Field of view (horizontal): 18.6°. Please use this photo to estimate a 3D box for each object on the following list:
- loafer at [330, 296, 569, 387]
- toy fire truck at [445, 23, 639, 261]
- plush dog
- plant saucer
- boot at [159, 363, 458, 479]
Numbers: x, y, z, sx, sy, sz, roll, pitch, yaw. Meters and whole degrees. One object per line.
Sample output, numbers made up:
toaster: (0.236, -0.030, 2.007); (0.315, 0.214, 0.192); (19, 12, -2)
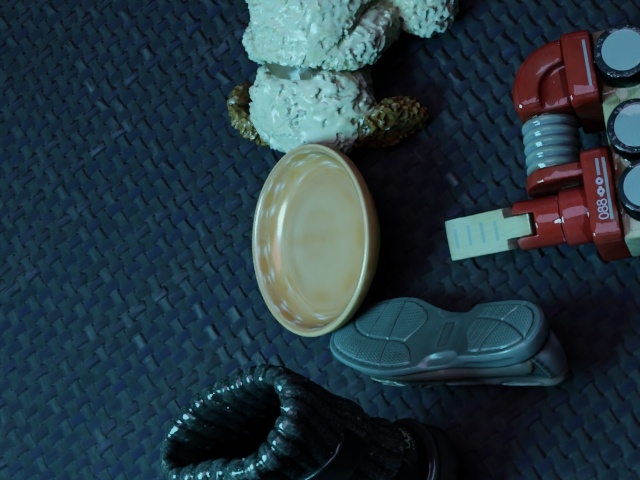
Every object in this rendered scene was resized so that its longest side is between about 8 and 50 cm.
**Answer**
loafer: (0.125, 0.115, 1.936); (0.267, 0.084, 0.096); (-3, 47, 44)
toy fire truck: (0.226, -0.074, 1.924); (0.246, 0.158, 0.217); (-11, 70, 13)
plush dog: (-0.003, -0.193, 2.059); (0.262, 0.210, 0.225); (5, 104, 31)
plant saucer: (0.000, 0.000, 2.025); (0.200, 0.037, 0.200); (-1, 89, 54)
boot: (-0.063, 0.261, 1.866); (0.348, 0.260, 0.131); (-48, 48, 21)
